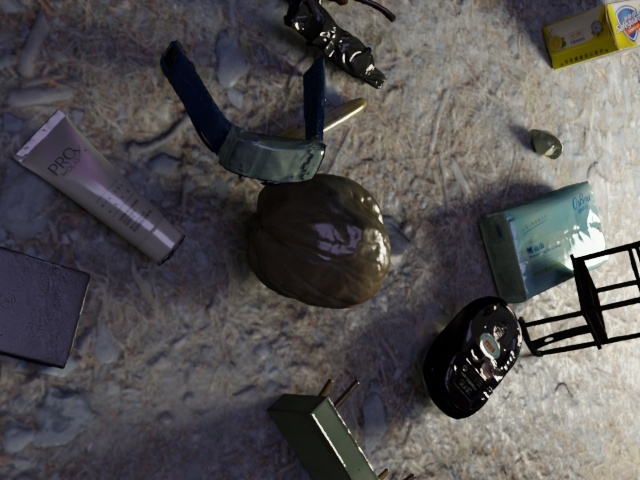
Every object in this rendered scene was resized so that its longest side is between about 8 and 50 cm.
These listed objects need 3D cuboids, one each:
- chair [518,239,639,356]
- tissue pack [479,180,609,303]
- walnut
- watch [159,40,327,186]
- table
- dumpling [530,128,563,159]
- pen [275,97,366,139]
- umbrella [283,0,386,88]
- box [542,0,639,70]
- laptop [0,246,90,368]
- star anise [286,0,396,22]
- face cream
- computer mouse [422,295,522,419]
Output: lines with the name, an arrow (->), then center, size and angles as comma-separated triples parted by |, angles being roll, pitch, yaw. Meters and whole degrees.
chair -> 0.506, 0.116, 1.553 | 0.154, 0.260, 0.141 | 51, 31, -45
tissue pack -> 0.440, 0.001, 1.614 | 0.263, 0.089, 0.177 | -18, 94, -36
walnut -> 0.000, 0.000, 1.241 | 0.224, 0.224, 0.224 | 5, 81, -34
watch -> -0.066, -0.188, 1.228 | 0.276, 0.068, 0.274 | -3, 43, -33
table -> 0.045, 0.323, 1.281 | 0.111, 0.122, 0.240 | -39, 106, -32
dumpling -> 0.457, -0.195, 1.670 | 0.043, 0.059, 0.077 | -26, 100, -25
pen -> -0.009, -0.186, 1.369 | 0.233, 0.032, 0.040 | -35, 80, -34
umbrella -> 0.032, -0.322, 1.376 | 0.236, 0.059, 0.066 | 29, 93, -41
box -> 0.618, -0.440, 1.750 | 0.265, 0.168, 0.097 | -18, 96, -33
laptop -> -0.404, 0.078, 1.072 | 0.197, 0.016, 0.135 | 23, 70, -32
star anise -> 0.004, -0.427, 1.379 | 0.177, 0.073, 0.234 | -35, 102, -17
face cream -> -0.293, -0.065, 1.145 | 0.244, 0.058, 0.092 | 42, 67, -16
computer mouse -> 0.258, 0.201, 1.461 | 0.137, 0.096, 0.233 | 49, 64, -13
